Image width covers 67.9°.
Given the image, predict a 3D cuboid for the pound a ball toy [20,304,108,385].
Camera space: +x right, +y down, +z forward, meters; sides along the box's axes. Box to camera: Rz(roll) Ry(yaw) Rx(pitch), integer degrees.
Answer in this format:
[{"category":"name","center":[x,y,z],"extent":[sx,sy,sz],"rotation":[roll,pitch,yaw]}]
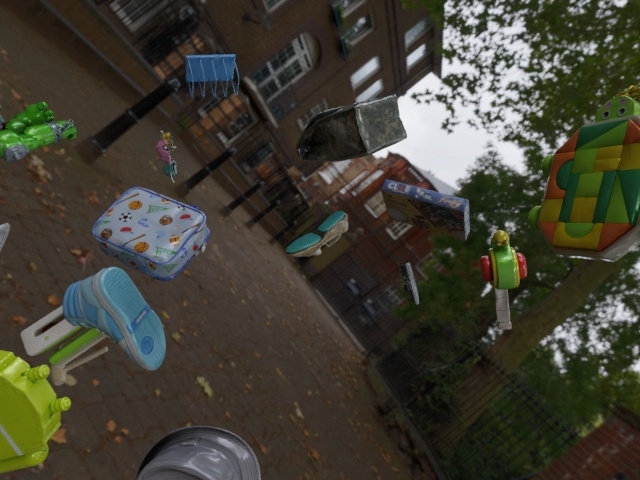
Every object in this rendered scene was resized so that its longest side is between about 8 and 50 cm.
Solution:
[{"category":"pound a ball toy","center":[-0.735,0.272,1.447],"extent":[0.135,0.319,0.208],"rotation":[49,-12,32]}]

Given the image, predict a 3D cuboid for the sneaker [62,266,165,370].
[{"category":"sneaker","center":[-0.574,0.228,1.310],"extent":[0.127,0.208,0.318],"rotation":[-58,131,-61]}]

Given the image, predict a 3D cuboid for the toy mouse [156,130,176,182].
[{"category":"toy mouse","center":[-0.393,-0.210,1.215],"extent":[0.161,0.031,0.143],"rotation":[111,-29,-73]}]

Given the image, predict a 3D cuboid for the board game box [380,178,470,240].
[{"category":"board game box","center":[0.304,-0.087,1.369],"extent":[0.243,0.042,0.165],"rotation":[19,-20,26]}]

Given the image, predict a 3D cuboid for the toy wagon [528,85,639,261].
[{"category":"toy wagon","center":[0.539,-0.135,0.910],"extent":[0.068,0.344,0.267],"rotation":[15,-2,-23]}]

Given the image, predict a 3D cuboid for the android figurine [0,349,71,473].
[{"category":"android figurine","center":[-0.520,0.260,0.738],"extent":[0.056,0.273,0.248],"rotation":[-77,146,-68]}]

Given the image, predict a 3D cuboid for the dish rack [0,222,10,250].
[{"category":"dish rack","center":[-0.734,0.110,0.883],"extent":[0.072,0.285,0.333],"rotation":[32,17,-17]}]

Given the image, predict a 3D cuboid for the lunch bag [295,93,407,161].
[{"category":"lunch bag","center":[0.084,-0.339,1.497],"extent":[0.287,0.235,0.168],"rotation":[-7,-74,45]}]

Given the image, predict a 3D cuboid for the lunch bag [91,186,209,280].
[{"category":"lunch bag","center":[-0.484,-0.026,1.399],"extent":[0.303,0.243,0.115],"rotation":[23,-35,13]}]

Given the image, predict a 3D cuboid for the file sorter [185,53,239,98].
[{"category":"file sorter","center":[-0.381,-0.574,1.679],"extent":[0.118,0.170,0.104],"rotation":[120,-43,-61]}]

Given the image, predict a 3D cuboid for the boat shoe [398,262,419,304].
[{"category":"boat shoe","center":[0.292,0.144,1.564],"extent":[0.049,0.040,0.142],"rotation":[-34,109,-74]}]

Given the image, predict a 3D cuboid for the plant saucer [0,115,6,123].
[{"category":"plant saucer","center":[-0.588,-0.238,0.801],"extent":[0.067,0.018,0.192],"rotation":[9,-43,14]}]

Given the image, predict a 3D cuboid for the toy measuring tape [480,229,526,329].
[{"category":"toy measuring tape","center":[0.496,0.129,1.286],"extent":[0.121,0.121,0.330],"rotation":[-131,-154,-63]}]

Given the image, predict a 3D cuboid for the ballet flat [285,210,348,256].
[{"category":"ballet flat","center":[0.000,0.000,1.283],"extent":[0.073,0.206,0.067],"rotation":[32,-29,51]}]

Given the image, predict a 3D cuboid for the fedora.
[{"category":"fedora","center":[-0.271,0.520,0.990],"extent":[0.276,0.243,0.124],"rotation":[6,-16,6]}]

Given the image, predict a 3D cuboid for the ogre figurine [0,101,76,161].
[{"category":"ogre figurine","center":[-0.467,-0.165,0.670],"extent":[0.197,0.097,0.118],"rotation":[33,32,-24]}]
